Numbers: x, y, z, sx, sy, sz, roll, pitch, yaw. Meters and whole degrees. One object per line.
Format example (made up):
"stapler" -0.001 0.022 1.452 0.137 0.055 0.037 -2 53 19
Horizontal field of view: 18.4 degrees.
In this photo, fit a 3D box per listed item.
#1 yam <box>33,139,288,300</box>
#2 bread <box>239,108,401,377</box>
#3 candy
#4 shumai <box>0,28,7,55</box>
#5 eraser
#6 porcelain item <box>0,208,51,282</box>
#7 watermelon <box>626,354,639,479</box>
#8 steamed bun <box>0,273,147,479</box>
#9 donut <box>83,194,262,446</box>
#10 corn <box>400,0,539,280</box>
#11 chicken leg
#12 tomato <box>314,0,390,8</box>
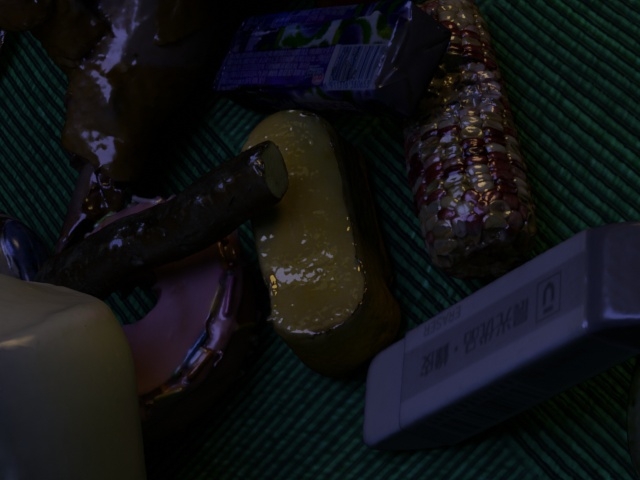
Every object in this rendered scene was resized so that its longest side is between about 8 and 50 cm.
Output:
"yam" -0.133 -0.006 1.656 0.253 0.061 0.061 -28 50 26
"bread" 0.000 0.000 1.658 0.102 0.094 0.245 -24 52 13
"candy" 0.006 -0.154 1.695 0.312 0.061 0.088 10 75 62
"shumai" -0.439 -0.228 2.068 0.166 0.175 0.206 31 81 44
"eraser" 0.146 0.075 1.453 0.352 0.061 0.089 -36 41 51
"porcelain item" -0.355 0.087 1.848 0.288 0.138 0.186 -26 84 28
"watermelon" 0.324 0.060 1.378 0.301 0.123 0.129 -37 69 16
"steamed bun" -0.331 0.201 1.602 0.456 0.290 0.371 2 102 30
"donut" -0.137 0.073 1.718 0.199 0.085 0.232 -1 63 38
"corn" 0.115 -0.095 1.624 0.098 0.098 0.289 -25 50 23
"chicken leg" -0.219 -0.183 1.835 0.182 0.295 0.409 1 76 58
"tomato" 0.036 -0.228 1.781 0.087 0.075 0.087 -22 59 42
